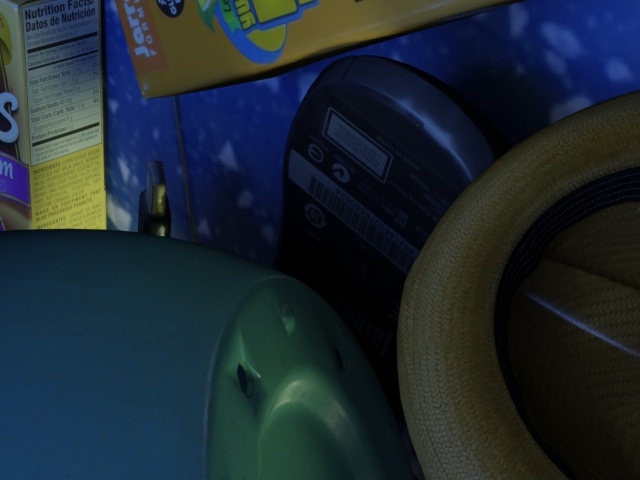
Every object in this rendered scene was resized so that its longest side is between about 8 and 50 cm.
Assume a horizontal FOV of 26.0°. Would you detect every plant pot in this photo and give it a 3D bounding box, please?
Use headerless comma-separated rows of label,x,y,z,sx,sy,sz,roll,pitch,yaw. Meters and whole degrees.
plant pot,-0.097,0.126,0.498,0.235,0.293,0.293,-16,98,20

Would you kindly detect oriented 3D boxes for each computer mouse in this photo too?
computer mouse,0.000,0.000,0.569,0.184,0.060,0.262,37,144,23

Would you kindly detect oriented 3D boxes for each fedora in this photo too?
fedora,0.121,0.045,0.414,0.194,0.194,0.079,41,168,25

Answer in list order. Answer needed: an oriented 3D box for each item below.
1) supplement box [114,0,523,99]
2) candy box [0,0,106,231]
supplement box,0.020,-0.107,0.476,0.233,0.080,0.078,-8,100,51
candy box,-0.163,-0.054,0.717,0.109,0.053,0.187,27,125,37
